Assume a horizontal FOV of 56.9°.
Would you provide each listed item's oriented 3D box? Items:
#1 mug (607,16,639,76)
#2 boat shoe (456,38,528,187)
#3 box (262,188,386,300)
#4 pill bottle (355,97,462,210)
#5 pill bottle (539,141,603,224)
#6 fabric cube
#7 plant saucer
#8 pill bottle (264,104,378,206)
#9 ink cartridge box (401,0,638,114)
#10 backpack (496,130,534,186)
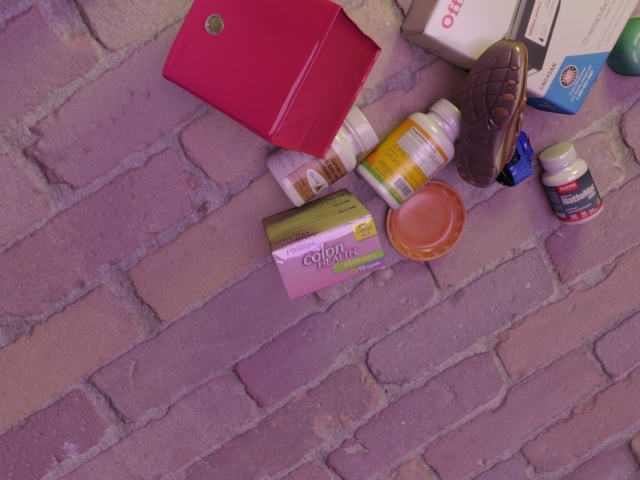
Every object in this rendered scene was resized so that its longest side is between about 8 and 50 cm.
[{"bbox_3d":[0.737,-0.455,1.346,0.129,0.097,0.158,-14,110,-5],"label":"mug"},{"bbox_3d":[0.362,-0.264,1.219,0.116,0.123,0.325,-34,146,-32],"label":"boat shoe"},{"bbox_3d":[0.000,0.000,1.284,0.213,0.243,0.117,-21,109,-4],"label":"box"},{"bbox_3d":[0.210,-0.195,1.315,0.245,0.136,0.136,-43,109,5],"label":"pill bottle"},{"bbox_3d":[0.595,-0.137,1.417,0.108,0.108,0.180,-31,110,1],"label":"pill bottle"},{"bbox_3d":[-0.083,-0.332,1.106,0.258,0.259,0.254,34,102,17],"label":"fabric cube"},{"bbox_3d":[0.251,-0.050,1.421,0.199,0.037,0.200,-3,108,-8],"label":"plant saucer"},{"bbox_3d":[0.005,-0.187,1.283,0.229,0.131,0.131,-35,110,2],"label":"pill bottle"},{"bbox_3d":[0.414,-0.479,1.245,0.394,0.166,0.286,22,103,-15],"label":"ink cartridge box"},{"bbox_3d":[0.444,-0.191,1.379,0.101,0.098,0.120,-30,109,-3],"label":"backpack"}]
